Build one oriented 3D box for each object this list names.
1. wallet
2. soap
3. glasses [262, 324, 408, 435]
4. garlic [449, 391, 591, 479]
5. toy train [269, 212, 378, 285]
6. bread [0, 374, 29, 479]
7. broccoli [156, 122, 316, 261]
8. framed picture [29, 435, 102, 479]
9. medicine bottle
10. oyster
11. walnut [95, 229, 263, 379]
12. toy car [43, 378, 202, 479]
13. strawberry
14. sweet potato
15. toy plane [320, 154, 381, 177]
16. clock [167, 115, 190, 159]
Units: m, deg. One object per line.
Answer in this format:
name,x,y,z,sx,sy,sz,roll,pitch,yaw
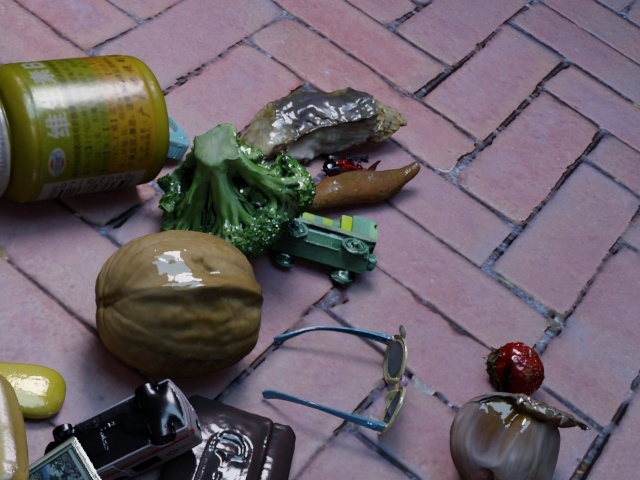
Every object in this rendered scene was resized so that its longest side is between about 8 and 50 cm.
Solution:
wallet,-0.130,0.327,1.650,0.182,0.049,0.229,18,41,-4
soap,-0.441,0.202,1.640,0.168,0.033,0.089,14,41,-12
glasses,0.028,0.219,1.842,0.220,0.088,0.190,3,44,5
garlic,0.324,0.327,1.757,0.207,0.207,0.257,-20,66,-38
toy train,0.000,-0.001,2.024,0.200,0.083,0.132,18,31,-7
bread,-0.446,0.276,1.507,0.147,0.098,0.217,-15,46,-3
broccoli,-0.146,-0.079,1.906,0.261,0.241,0.269,-23,56,-2
framed picture,-0.332,0.358,1.498,0.142,0.011,0.183,-33,63,-10
medicine bottle,-0.456,-0.173,1.872,0.384,0.224,0.224,-12,54,-33
oyster,0.009,-0.226,2.224,0.341,0.110,0.166,-4,42,-11
walnut,-0.204,0.093,1.732,0.261,0.225,0.225,-1,48,-32
toy car,-0.267,0.276,1.598,0.209,0.108,0.089,-27,60,-1
strawberry,0.328,0.214,1.940,0.106,0.106,0.106,13,43,-13
sweet potato,0.052,-0.096,2.149,0.314,0.066,0.072,-10,19,-33
toy plane,0.053,-0.136,2.196,0.145,0.060,0.037,2,45,-45
clock,-0.302,-0.205,2.088,0.108,0.045,0.147,14,28,-43
